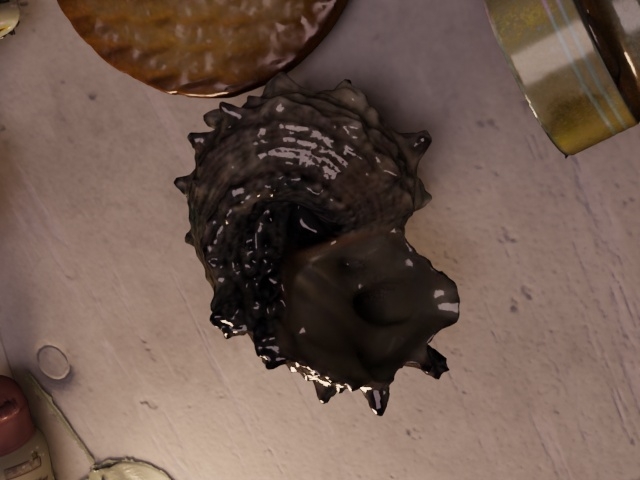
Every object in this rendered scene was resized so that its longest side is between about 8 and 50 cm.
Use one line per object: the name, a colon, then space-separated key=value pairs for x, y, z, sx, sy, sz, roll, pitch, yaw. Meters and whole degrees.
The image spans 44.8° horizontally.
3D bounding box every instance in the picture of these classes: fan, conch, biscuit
fan: x=-0.262 y=0.294 z=0.942 sx=0.190 sy=0.009 sz=0.329 roll=-29 pitch=98 yaw=26
conch: x=0.005 y=-0.005 z=0.670 sx=0.240 sy=0.186 sz=0.313 roll=-31 pitch=78 yaw=19
biscuit: x=-0.110 y=-0.280 z=0.668 sx=0.317 sy=0.040 sz=0.318 roll=7 pitch=110 yaw=18

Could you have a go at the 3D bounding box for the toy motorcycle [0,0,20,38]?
toy motorcycle: x=-0.401 y=-0.196 z=0.733 sx=0.263 sy=0.157 sz=0.091 roll=-22 pitch=99 yaw=22

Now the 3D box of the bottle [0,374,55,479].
bottle: x=-0.377 y=0.281 z=0.918 sx=0.120 sy=0.120 sz=0.253 roll=1 pitch=107 yaw=18

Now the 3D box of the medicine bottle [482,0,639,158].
medicine bottle: x=0.281 y=-0.191 z=0.505 sx=0.322 sy=0.151 sz=0.151 roll=-25 pitch=99 yaw=25
